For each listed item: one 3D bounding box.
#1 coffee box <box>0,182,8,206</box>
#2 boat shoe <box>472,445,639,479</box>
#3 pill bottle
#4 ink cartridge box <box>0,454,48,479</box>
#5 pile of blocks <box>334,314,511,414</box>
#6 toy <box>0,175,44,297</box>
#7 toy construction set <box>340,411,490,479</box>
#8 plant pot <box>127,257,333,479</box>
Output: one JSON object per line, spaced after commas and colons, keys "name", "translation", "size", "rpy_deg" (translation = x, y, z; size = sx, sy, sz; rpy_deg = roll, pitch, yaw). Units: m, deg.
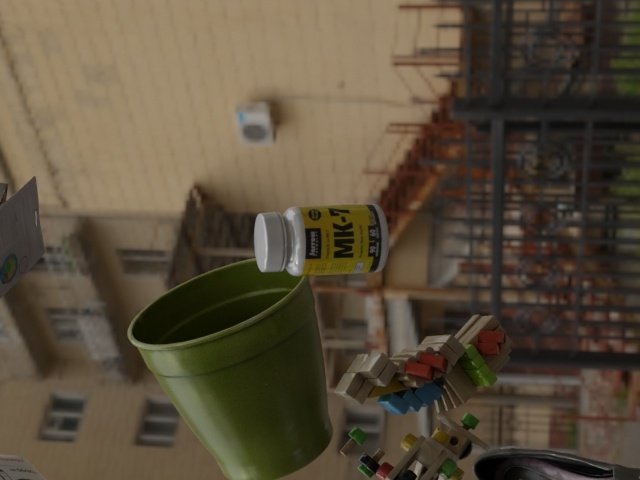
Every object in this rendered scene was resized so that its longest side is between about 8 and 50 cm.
{"name": "coffee box", "translation": [-0.646, -0.036, 1.974], "size": [0.098, 0.247, 0.141], "rpy_deg": [-93, 15, -58]}
{"name": "boat shoe", "translation": [0.356, 0.349, 1.646], "size": [0.095, 0.335, 0.112], "rpy_deg": [22, -102, -48]}
{"name": "pill bottle", "translation": [0.000, 0.000, 2.043], "size": [0.119, 0.209, 0.119], "rpy_deg": [177, 90, -74]}
{"name": "ink cartridge box", "translation": [-0.529, 0.449, 2.081], "size": [0.148, 0.203, 0.085], "rpy_deg": [19, -80, -52]}
{"name": "pile of blocks", "translation": [0.208, 0.235, 2.130], "size": [0.113, 0.362, 0.148], "rpy_deg": [-14, 91, 62]}
{"name": "toy", "translation": [-0.484, 0.014, 1.774], "size": [0.237, 0.056, 0.136], "rpy_deg": [-64, -21, -57]}
{"name": "toy construction set", "translation": [0.256, 0.447, 2.398], "size": [0.237, 0.309, 0.257], "rpy_deg": [-49, -49, -10]}
{"name": "plant pot", "translation": [-0.137, 0.266, 2.369], "size": [0.366, 0.367, 0.352], "rpy_deg": [-68, -40, -67]}
